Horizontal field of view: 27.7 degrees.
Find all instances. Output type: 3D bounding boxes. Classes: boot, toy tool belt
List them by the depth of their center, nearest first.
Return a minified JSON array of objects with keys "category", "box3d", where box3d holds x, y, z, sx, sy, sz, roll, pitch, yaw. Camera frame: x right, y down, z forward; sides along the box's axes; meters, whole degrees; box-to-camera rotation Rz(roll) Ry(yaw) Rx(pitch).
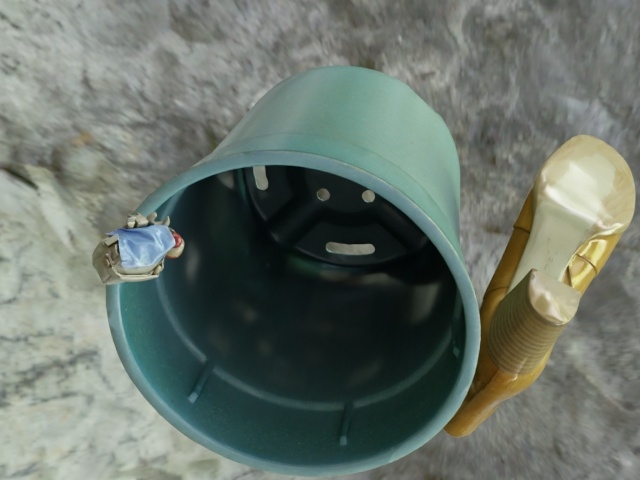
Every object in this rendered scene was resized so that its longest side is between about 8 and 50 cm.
[{"category":"toy tool belt","box3d":[-0.140,0.003,1.032,0.083,0.051,0.052,-19,-116,-35]},{"category":"boot","box3d":[0.200,0.043,1.279,0.104,0.211,0.295,32,-133,-2]}]

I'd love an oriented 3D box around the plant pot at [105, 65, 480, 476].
[{"category":"plant pot","box3d":[0.000,0.000,1.296,0.341,0.334,0.341,5,-62,9]}]
